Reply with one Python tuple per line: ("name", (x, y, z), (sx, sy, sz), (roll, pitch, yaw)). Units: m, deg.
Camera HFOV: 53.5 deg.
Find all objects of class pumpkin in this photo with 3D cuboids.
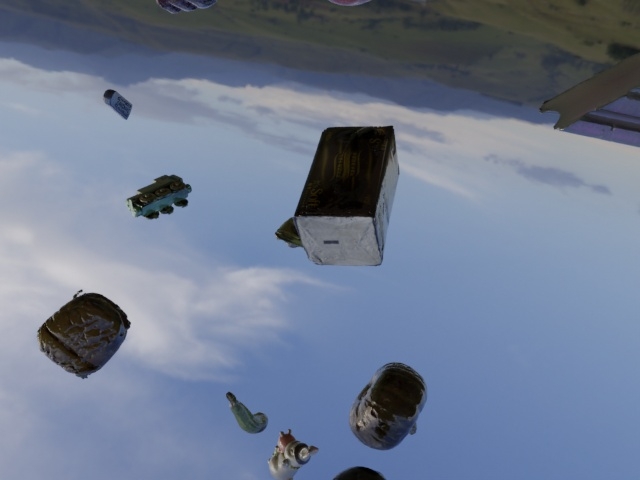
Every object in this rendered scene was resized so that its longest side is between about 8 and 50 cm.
("pumpkin", (0.168, 0.398, 1.495), (0.162, 0.219, 0.219), (39, -160, 0))

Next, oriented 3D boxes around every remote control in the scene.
("remote control", (-0.491, -0.332, 1.540), (0.027, 0.043, 0.152), (13, 176, 2))

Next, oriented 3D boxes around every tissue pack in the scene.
("tissue pack", (0.078, -0.114, 1.635), (0.210, 0.198, 0.369), (3, -133, 13))

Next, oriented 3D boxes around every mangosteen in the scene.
("mangosteen", (0.085, 0.544, 1.323), (0.153, 0.152, 0.152), (12, -161, -4))

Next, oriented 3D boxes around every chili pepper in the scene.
("chili pepper", (-0.137, 0.336, 1.200), (0.043, 0.048, 0.208), (17, 159, 19))

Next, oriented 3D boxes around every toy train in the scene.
("toy train", (-0.472, -0.125, 1.840), (0.125, 0.080, 0.194), (24, -140, 38))

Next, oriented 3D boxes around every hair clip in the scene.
("hair clip", (0.001, 0.002, 2.188), (0.322, 0.091, 0.138), (13, -136, 29))

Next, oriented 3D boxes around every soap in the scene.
("soap", (0.725, -0.372, 1.510), (0.303, 0.257, 0.158), (8, -143, -7))

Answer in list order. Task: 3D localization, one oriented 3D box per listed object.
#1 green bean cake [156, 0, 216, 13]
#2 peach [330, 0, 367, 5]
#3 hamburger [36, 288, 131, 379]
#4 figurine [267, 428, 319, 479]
("green bean cake", (-0.304, -0.598, 1.327), (0.199, 0.232, 0.097), (-3, 180, 20))
("peach", (0.098, -0.766, 1.692), (0.249, 0.274, 0.245), (37, 179, -7))
("hamburger", (-0.589, 0.233, 1.598), (0.183, 0.206, 0.130), (48, 159, -19))
("figurine", (-0.073, 0.493, 1.473), (0.098, 0.146, 0.081), (41, -143, 14))
